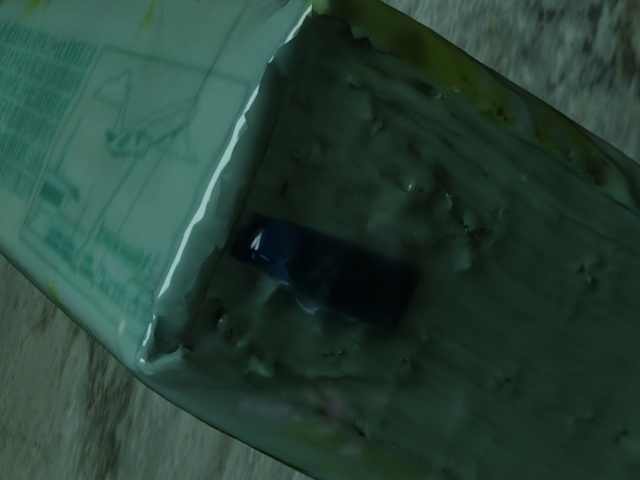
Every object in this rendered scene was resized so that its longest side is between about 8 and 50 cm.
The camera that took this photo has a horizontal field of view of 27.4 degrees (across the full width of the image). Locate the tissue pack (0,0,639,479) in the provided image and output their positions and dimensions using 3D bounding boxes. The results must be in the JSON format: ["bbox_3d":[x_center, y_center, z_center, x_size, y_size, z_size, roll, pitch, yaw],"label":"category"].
[{"bbox_3d":[0.000,0.000,0.596,0.162,0.287,0.388,-62,28,-1],"label":"tissue pack"}]
